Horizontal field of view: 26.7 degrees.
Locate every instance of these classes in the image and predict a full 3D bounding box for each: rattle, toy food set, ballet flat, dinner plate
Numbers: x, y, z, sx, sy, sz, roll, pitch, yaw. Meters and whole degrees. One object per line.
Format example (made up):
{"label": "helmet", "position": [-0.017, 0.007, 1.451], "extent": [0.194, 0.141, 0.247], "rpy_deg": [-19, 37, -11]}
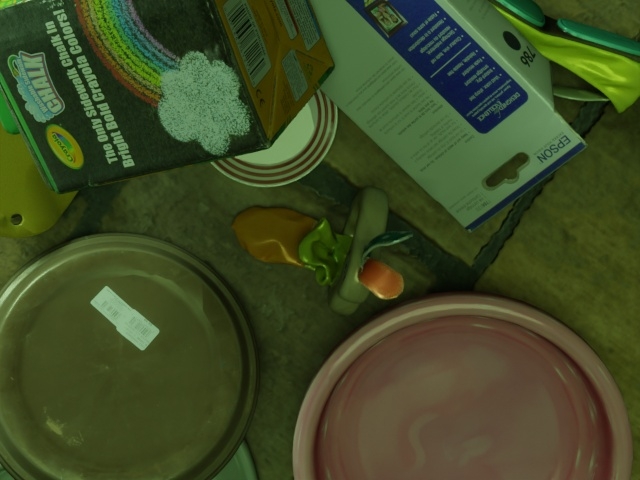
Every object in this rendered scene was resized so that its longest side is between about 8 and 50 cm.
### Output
{"label": "rattle", "position": [0.000, 0.000, 1.239], "extent": [0.143, 0.199, 0.130], "rpy_deg": [33, 101, -7]}
{"label": "toy food set", "position": [-0.304, -0.113, 1.290], "extent": [0.128, 0.071, 0.217], "rpy_deg": [-15, 106, -21]}
{"label": "ballet flat", "position": [0.202, -0.184, 1.263], "extent": [0.231, 0.077, 0.077], "rpy_deg": [23, 116, -6]}
{"label": "dinner plate", "position": [-0.054, -0.122, 1.305], "extent": [0.141, 0.017, 0.141], "rpy_deg": [0, 104, 1]}

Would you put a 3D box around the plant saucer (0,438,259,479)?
{"label": "plant saucer", "position": [-0.261, 0.290, 1.362], "extent": [0.401, 0.100, 0.400], "rpy_deg": [0, 104, 1]}

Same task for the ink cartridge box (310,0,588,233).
{"label": "ink cartridge box", "position": [0.081, -0.171, 1.235], "extent": [0.333, 0.065, 0.165], "rpy_deg": [45, 129, -9]}

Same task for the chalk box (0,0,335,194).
{"label": "chalk box", "position": [-0.167, -0.166, 1.183], "extent": [0.289, 0.179, 0.180], "rpy_deg": [-9, 115, 26]}

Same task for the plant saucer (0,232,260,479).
{"label": "plant saucer", "position": [-0.195, 0.125, 1.293], "extent": [0.278, 0.041, 0.277], "rpy_deg": [2, 78, -8]}

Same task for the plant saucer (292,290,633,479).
{"label": "plant saucer", "position": [0.138, 0.205, 1.346], "extent": [0.332, 0.084, 0.332], "rpy_deg": [0, 104, 1]}
